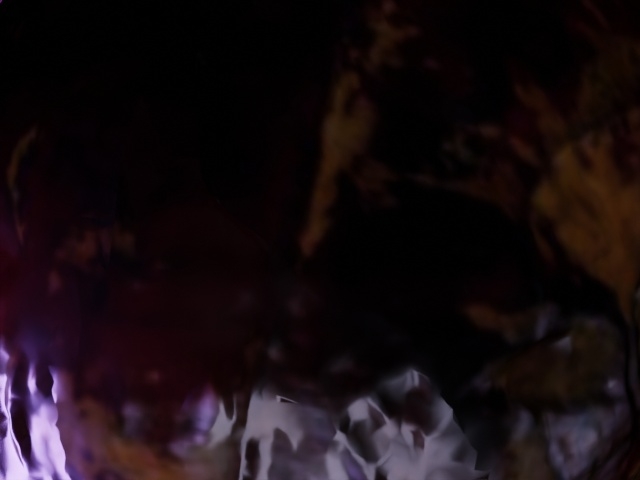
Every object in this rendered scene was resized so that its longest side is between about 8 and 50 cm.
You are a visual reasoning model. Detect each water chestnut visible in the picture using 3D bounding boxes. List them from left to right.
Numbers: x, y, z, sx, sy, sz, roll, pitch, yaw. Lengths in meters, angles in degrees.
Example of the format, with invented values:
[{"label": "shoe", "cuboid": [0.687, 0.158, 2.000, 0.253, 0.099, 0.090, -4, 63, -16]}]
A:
[{"label": "water chestnut", "cuboid": [0.000, 0.000, 0.564, 0.289, 0.289, 0.244, 1, 160, -14]}]
